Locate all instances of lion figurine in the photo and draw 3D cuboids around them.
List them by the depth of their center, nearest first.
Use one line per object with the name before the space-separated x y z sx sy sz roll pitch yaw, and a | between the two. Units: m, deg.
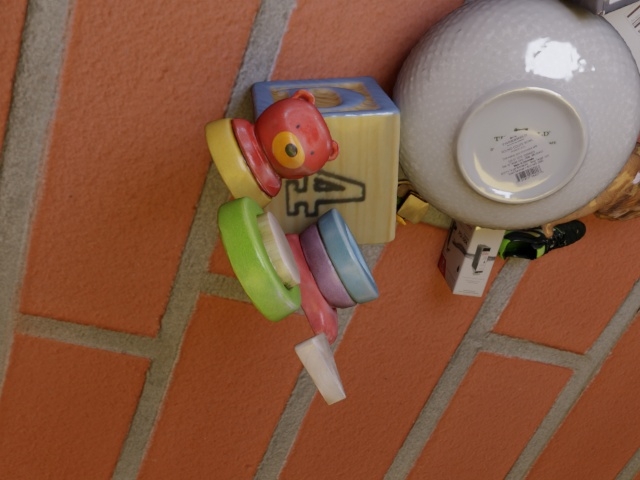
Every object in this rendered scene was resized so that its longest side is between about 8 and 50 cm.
lion figurine | 0.412 -0.154 0.977 0.240 0.142 0.392 -29 127 23

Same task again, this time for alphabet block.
alphabet block | 0.001 -0.118 0.915 0.194 0.192 0.197 -4 120 -5

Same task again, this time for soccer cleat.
soccer cleat | 0.391 0.004 1.106 0.179 0.072 0.060 -10 119 -4

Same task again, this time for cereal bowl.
cereal bowl | 0.262 -0.153 0.842 0.339 0.141 0.338 4 120 7

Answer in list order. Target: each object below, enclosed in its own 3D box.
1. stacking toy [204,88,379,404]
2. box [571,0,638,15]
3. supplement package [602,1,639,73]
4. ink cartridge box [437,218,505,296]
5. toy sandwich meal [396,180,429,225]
stacking toy | 0.000 0.000 0.716 0.130 0.279 0.309 -26 123 7
box | 0.448 -0.463 0.656 0.395 0.097 0.318 -23 138 -7
supplement package | 0.432 -0.339 0.889 0.244 0.139 0.134 39 108 -26
ink cartridge box | 0.258 0.014 1.076 0.056 0.099 0.135 7 116 -11
toy sandwich meal | 0.142 -0.061 1.057 0.086 0.029 0.085 -4 119 -7
